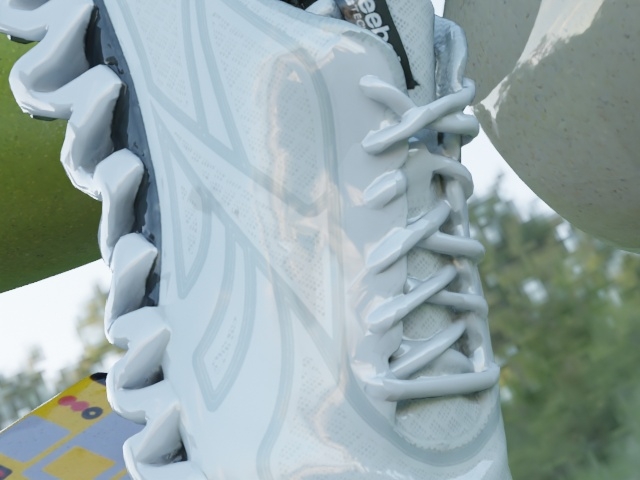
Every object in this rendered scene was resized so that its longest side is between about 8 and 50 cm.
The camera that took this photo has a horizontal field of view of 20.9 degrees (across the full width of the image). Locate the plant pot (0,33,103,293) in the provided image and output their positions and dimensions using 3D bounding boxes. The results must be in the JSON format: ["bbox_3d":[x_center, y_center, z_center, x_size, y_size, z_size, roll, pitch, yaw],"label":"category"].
[{"bbox_3d":[-0.114,-0.113,0.964,0.293,0.275,0.275,-10,-22,6],"label":"plant pot"}]

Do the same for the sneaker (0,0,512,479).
[{"bbox_3d":[0.000,0.000,0.491,0.118,0.292,0.110,-36,-22,30],"label":"sneaker"}]

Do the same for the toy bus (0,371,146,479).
[{"bbox_3d":[-0.056,0.222,0.764,0.130,0.108,0.332,-34,-52,-41],"label":"toy bus"}]

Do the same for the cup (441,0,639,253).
[{"bbox_3d":[0.192,-0.126,0.780,0.331,0.331,0.237,1,-33,-47],"label":"cup"}]
